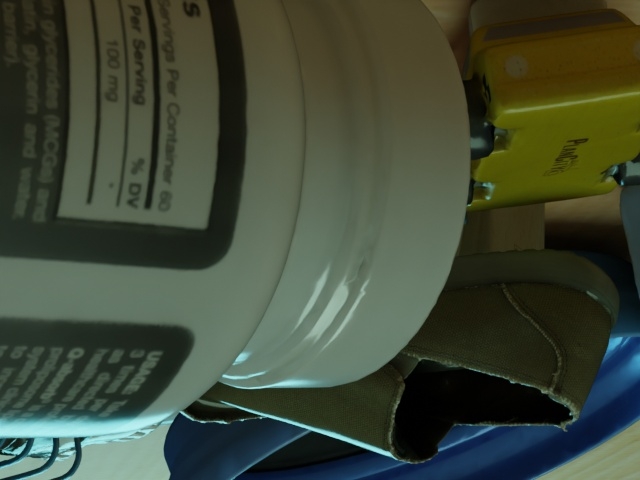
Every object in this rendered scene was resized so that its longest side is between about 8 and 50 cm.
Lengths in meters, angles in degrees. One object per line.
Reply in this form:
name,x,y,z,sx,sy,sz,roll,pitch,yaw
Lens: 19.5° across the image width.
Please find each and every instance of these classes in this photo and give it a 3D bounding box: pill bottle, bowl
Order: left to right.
pill bottle,-0.137,-0.035,0.648,0.363,0.210,0.210,5,157,-38
bowl,0.070,0.123,1.337,0.391,0.077,0.391,-18,158,-7

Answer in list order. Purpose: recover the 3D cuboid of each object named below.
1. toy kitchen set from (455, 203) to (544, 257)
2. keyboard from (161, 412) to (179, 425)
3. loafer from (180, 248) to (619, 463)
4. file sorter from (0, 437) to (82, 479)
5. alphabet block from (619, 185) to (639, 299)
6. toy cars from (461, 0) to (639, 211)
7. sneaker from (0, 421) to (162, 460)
toy kitchen set,0.000,0.000,1.048,0.166,0.122,0.207,-22,138,36
keyboard,-0.032,0.120,1.523,0.256,0.014,0.072,-10,157,0
loafer,0.026,0.064,0.946,0.251,0.087,0.094,-10,145,21
file sorter,-0.232,0.098,1.170,0.104,0.118,0.170,-16,162,10
alphabet block,0.319,0.052,1.190,0.192,0.193,0.197,-14,162,19
toy cars,0.172,-0.065,0.935,0.176,0.087,0.394,-17,165,38
sneaker,-0.183,0.108,1.291,0.106,0.078,0.234,1,162,-37
